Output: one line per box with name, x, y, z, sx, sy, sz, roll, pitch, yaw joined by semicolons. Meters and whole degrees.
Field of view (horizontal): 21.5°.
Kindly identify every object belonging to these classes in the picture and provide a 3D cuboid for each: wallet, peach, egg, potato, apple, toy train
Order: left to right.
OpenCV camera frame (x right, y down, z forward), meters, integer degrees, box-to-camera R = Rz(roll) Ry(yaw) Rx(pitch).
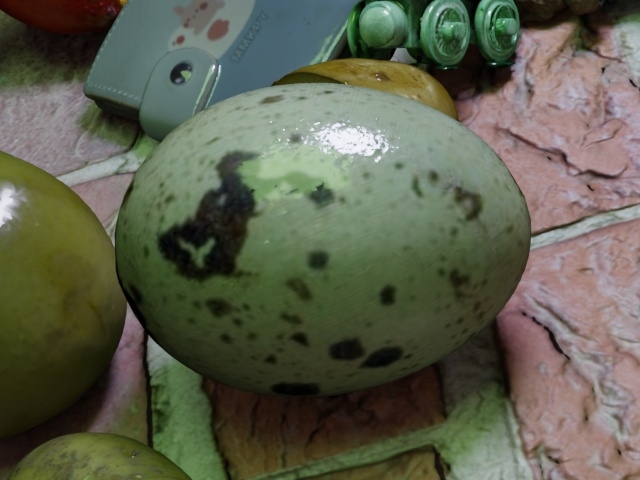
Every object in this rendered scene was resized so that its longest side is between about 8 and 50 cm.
apple;-0.341;0.049;1.661;0.292;0.254;0.292;-11;37;8
peach;-0.360;-0.378;2.169;0.201;0.257;0.361;-21;52;3
potato;-0.184;0.245;1.476;0.251;0.113;0.149;11;57;46
wallet;-0.112;-0.218;1.958;0.360;0.083;0.252;18;71;37
egg;0.000;0.000;1.530;0.379;0.287;0.287;0;43;7
potato;0.064;-0.119;1.740;0.203;0.178;0.158;4;29;45
toy train;0.124;-0.277;1.824;0.132;0.188;0.243;6;10;37

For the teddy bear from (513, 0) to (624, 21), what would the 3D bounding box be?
teddy bear;0.317;-0.321;1.863;0.251;0.129;0.182;-28;26;41
